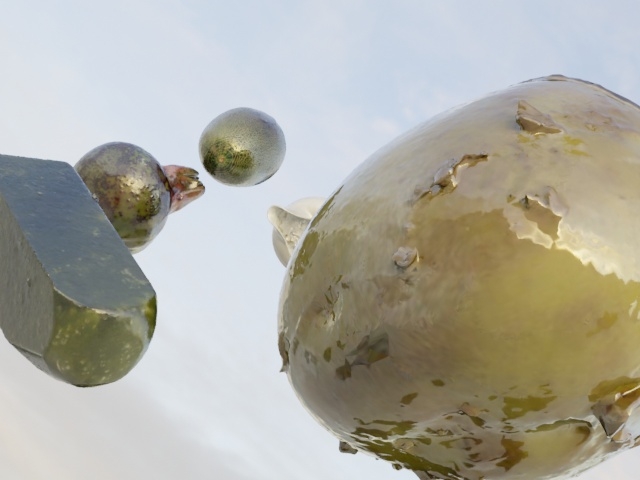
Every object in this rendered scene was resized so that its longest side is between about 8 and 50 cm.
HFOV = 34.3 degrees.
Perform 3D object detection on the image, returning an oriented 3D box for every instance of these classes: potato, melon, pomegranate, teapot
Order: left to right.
[{"bbox_3d":[-0.211,-0.044,1.191,0.163,0.125,0.138,6,-38,-19],"label":"pomegranate"},{"bbox_3d":[-0.096,-0.113,1.265,0.099,0.099,0.162,32,15,7],"label":"melon"},{"bbox_3d":[0.000,0.000,1.731,0.226,0.092,0.145,37,-68,-17],"label":"teapot"},{"bbox_3d":[0.142,0.075,0.997,0.385,0.319,0.442,56,-47,12],"label":"potato"}]

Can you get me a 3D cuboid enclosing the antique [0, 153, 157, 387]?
[{"bbox_3d":[-0.197,0.022,0.763,0.081,0.080,0.221,5,29,-36],"label":"antique"}]
